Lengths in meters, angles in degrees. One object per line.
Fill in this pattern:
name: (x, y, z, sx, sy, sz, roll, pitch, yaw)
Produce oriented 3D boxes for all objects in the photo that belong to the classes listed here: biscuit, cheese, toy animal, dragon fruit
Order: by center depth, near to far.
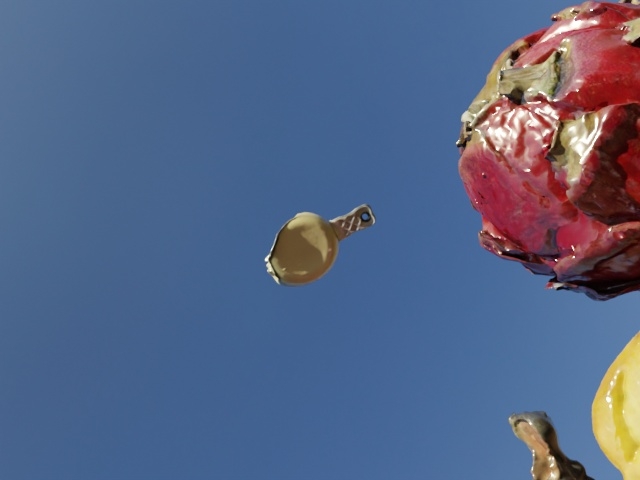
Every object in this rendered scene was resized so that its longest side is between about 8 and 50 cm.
dragon fruit: (0.307, -0.089, 0.613, 0.329, 0.329, 0.330, -2, -85, -27)
biscuit: (0.410, 0.172, 0.636, 0.041, 0.203, 0.260, 18, -79, -33)
toy animal: (0.367, 0.395, 0.794, 0.343, 0.106, 0.168, 44, -118, -9)
cheese: (-0.005, -0.005, 0.828, 0.092, 0.047, 0.171, 44, -93, -7)
